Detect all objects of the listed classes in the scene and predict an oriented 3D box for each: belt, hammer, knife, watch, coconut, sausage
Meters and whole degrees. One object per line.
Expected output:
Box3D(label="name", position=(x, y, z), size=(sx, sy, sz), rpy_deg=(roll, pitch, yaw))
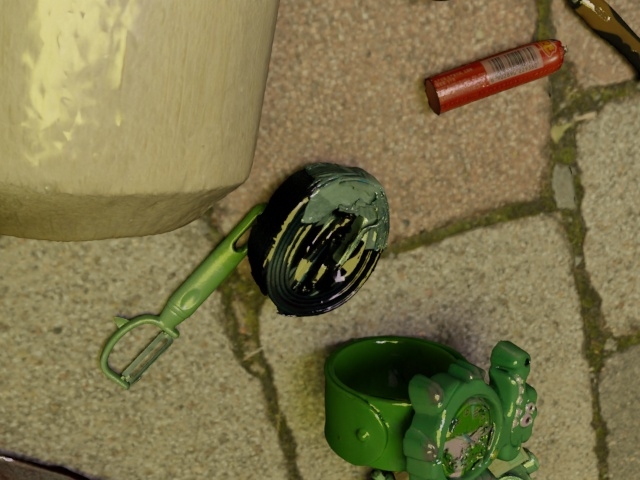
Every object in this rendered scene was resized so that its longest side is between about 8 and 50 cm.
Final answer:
Box3D(label="belt", position=(0.000, 0.000, 0.579), size=(0.105, 0.058, 0.140), rpy_deg=(28, 96, -30))
Box3D(label="hammer", position=(0.231, -0.206, 0.588), size=(0.201, 0.021, 0.078), rpy_deg=(32, 99, -19))
Box3D(label="knife", position=(-0.119, 0.042, 0.597), size=(0.054, 0.015, 0.212), rpy_deg=(43, 95, -19))
Box3D(label="watch", position=(0.088, 0.147, 0.611), size=(0.165, 0.152, 0.131), rpy_deg=(-17, 112, -37))
Box3D(label="coconut", position=(-0.145, -0.138, 0.419), size=(0.238, 0.237, 0.265), rpy_deg=(10, 105, -15))
Box3D(label="sausage", position=(0.154, -0.144, 0.586), size=(0.130, 0.034, 0.034), rpy_deg=(-21, 110, -5))

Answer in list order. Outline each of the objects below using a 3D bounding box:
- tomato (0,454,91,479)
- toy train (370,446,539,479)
Box3D(label="tomato", position=(-0.278, 0.287, 0.560), size=(0.214, 0.180, 0.155), rpy_deg=(24, 108, -14))
Box3D(label="toy train", position=(0.125, 0.237, 0.685), size=(0.176, 0.074, 0.118), rpy_deg=(-30, 101, 4))
